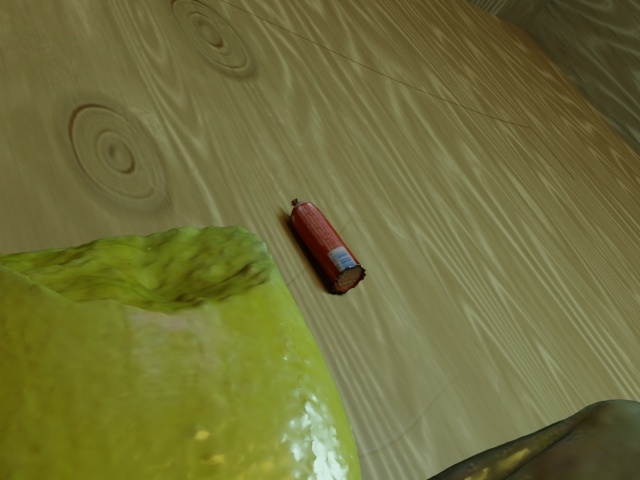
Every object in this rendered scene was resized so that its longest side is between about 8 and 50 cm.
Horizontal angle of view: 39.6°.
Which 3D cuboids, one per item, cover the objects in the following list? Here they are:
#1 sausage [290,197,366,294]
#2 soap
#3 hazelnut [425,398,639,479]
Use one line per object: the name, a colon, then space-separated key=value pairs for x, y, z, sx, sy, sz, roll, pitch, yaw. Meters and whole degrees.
sausage: x=0.000 y=0.000 z=1.106 sx=0.048 sy=0.050 sz=0.145 roll=-12 pitch=50 yaw=-33
soap: x=-0.141 y=0.112 z=0.622 sx=0.306 sy=0.115 sz=0.427 roll=-4 pitch=40 yaw=-18
hazelnut: x=0.183 y=0.295 z=0.581 sx=0.409 sy=0.359 sz=0.359 roll=12 pitch=38 yaw=-30
